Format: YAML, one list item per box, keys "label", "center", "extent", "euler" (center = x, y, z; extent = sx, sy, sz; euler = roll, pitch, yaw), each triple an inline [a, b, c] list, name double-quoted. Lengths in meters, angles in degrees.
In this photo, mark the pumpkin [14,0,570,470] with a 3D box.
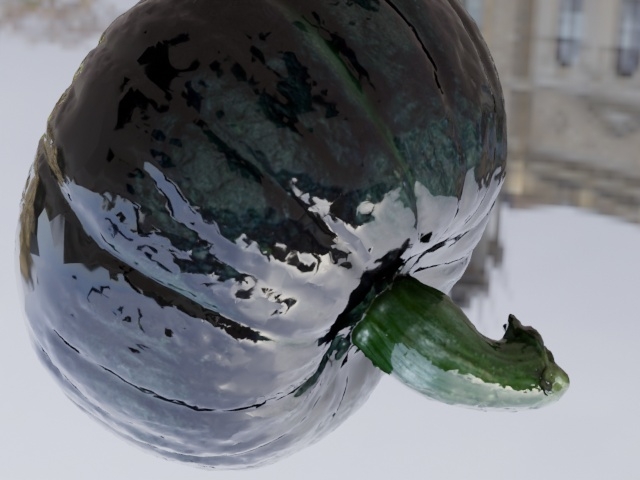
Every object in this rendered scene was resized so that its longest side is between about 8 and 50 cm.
- label: "pumpkin"
  center: [0.000, 0.000, 0.852]
  extent: [0.248, 0.248, 0.248]
  euler: [3, -167, -1]
